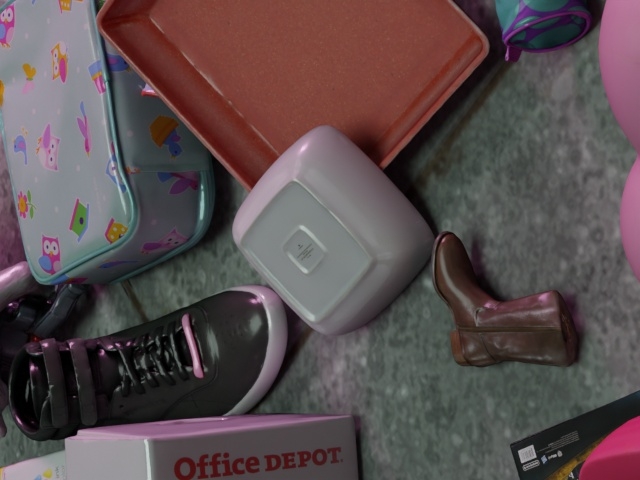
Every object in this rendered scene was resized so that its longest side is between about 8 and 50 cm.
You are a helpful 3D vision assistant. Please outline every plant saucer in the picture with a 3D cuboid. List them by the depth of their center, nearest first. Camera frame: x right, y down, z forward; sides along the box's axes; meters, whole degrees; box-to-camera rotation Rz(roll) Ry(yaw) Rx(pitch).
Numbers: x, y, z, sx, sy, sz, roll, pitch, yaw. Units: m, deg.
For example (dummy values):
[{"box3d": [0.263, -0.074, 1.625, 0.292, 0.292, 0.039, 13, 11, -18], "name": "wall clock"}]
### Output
[{"box3d": [-0.019, -0.165, 1.509, 0.259, 0.048, 0.258, 47, 128, 7], "name": "plant saucer"}]

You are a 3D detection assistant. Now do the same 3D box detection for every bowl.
[{"box3d": [0.000, 0.000, 1.510, 0.142, 0.053, 0.142, 48, 130, 6], "name": "bowl"}]

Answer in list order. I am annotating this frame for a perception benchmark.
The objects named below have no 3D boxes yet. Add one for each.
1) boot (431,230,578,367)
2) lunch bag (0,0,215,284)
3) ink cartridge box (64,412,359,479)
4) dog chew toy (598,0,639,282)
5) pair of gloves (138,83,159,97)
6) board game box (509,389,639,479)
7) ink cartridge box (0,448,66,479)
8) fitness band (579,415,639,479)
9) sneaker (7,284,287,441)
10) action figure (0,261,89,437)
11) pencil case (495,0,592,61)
[{"box3d": [0.134, 0.041, 1.408, 0.114, 0.037, 0.106, -8, 99, 52], "name": "boot"}, {"box3d": [-0.199, -0.107, 1.737, 0.224, 0.108, 0.279, -28, 69, 52], "name": "lunch bag"}, {"box3d": [-0.077, 0.284, 1.530, 0.121, 0.211, 0.289, -7, 87, 50], "name": "ink cartridge box"}, {"box3d": [0.264, -0.032, 1.140, 0.206, 0.206, 0.332, 14, 110, 48], "name": "dog chew toy"}, {"box3d": [-0.077, -0.187, 1.610, 0.198, 0.023, 0.159, 6, 89, 25], "name": "pair of gloves"}, {"box3d": [0.215, 0.170, 1.328, 0.186, 0.026, 0.126, -30, 69, 46], "name": "board game box"}, {"box3d": [-0.206, 0.299, 1.746, 0.306, 0.131, 0.226, -20, 76, 47], "name": "ink cartridge box"}, {"box3d": [0.257, 0.187, 1.148, 0.209, 0.054, 0.291, 52, 161, -2], "name": "fitness band"}, {"box3d": [-0.158, 0.113, 1.669, 0.296, 0.147, 0.104, -27, 70, 45], "name": "sneaker"}, {"box3d": [-0.376, 0.064, 1.907, 0.341, 0.178, 0.330, -51, 46, 36], "name": "action figure"}, {"box3d": [0.138, -0.207, 1.374, 0.070, 0.064, 0.151, -26, 71, 30], "name": "pencil case"}]
